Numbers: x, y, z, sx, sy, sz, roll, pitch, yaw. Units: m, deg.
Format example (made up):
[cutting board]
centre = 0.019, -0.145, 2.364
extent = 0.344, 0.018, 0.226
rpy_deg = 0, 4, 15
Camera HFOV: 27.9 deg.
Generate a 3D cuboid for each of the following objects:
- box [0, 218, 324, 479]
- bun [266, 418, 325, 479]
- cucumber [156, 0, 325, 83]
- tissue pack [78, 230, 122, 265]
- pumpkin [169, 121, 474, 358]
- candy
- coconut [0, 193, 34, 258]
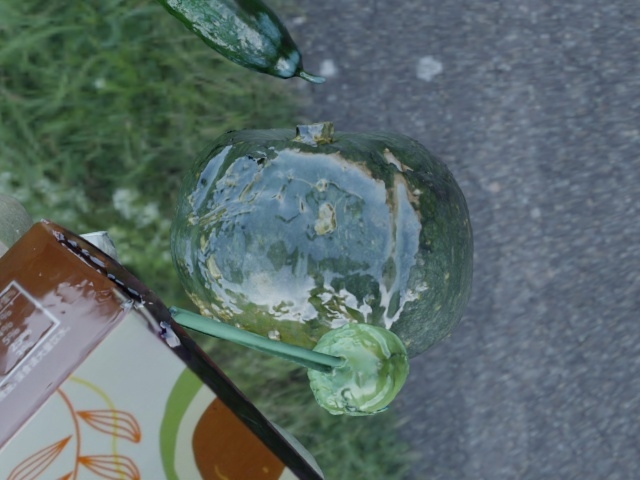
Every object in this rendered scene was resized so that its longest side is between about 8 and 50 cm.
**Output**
[box]
centre = -0.164, 0.242, 0.724
extent = 0.385, 0.344, 0.122
rpy_deg = -47, 43, -11
[bun]
centre = -0.086, 0.274, 1.414
extent = 0.183, 0.183, 0.102
rpy_deg = 41, 117, 24
[cucumber]
centre = -0.093, -0.186, 0.959
extent = 0.056, 0.250, 0.056
rpy_deg = -37, 33, 29
[tissue pack]
centre = -0.421, 0.149, 1.623
extent = 0.356, 0.266, 0.194
rpy_deg = -13, 123, 6
[pumpkin]
centre = 0.000, 0.000, 1.391
extent = 0.327, 0.291, 0.257
rpy_deg = 1, 99, -4
[candy]
centre = -0.026, 0.095, 1.121
extent = 0.093, 0.335, 0.092
rpy_deg = 17, 86, 34
[coconut]
centre = -0.306, 0.022, 1.072
extent = 0.147, 0.152, 0.147
rpy_deg = 45, 163, 18
